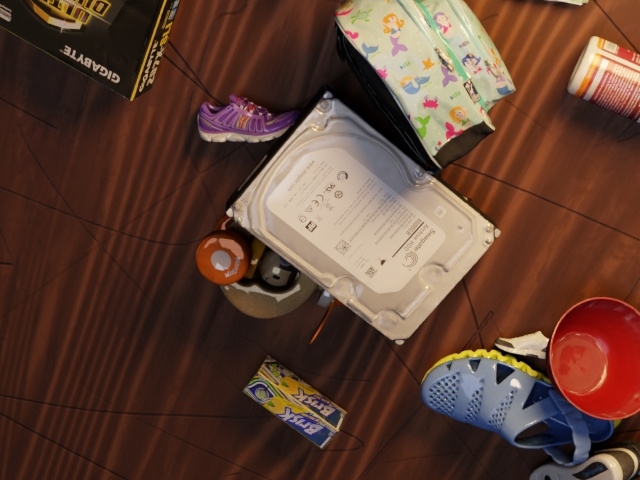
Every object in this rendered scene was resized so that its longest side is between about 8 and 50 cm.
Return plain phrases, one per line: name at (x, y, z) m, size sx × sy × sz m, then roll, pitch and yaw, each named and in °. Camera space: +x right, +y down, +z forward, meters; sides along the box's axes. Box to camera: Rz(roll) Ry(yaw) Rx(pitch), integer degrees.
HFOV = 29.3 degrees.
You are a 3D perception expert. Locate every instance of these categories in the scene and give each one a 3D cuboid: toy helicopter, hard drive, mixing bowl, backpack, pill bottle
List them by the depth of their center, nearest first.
backpack at (0.134, -0.244, 1.658) m, size 0.191 × 0.225 × 0.253 m, roll -41°, pitch 102°, yaw 10°
pill bottle at (0.423, -0.213, 1.671) m, size 0.152 × 0.086 × 0.086 m, roll 24°, pitch 119°, yaw 4°
hard drive at (0.063, -0.032, 1.786) m, size 0.339 × 0.064 × 0.237 m, roll 38°, pitch 102°, yaw -15°
mixing bowl at (0.409, 0.181, 1.838) m, size 0.181 × 0.181 × 0.098 m, roll 39°, pitch 163°, yaw -5°
toy helicopter at (0.000, 0.000, 1.870) m, size 0.355 × 0.140 × 0.235 m, roll -37°, pitch 98°, yaw 19°

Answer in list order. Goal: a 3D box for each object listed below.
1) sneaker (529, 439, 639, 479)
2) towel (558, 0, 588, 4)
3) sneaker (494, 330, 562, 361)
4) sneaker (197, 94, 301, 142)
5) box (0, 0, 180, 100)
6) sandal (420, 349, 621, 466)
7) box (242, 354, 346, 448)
sneaker at (0.442, 0.374, 1.956) m, size 0.217 × 0.121 × 0.079 m, roll -32°, pitch 75°, yaw 57°
towel at (0.315, -0.397, 1.647) m, size 0.113 × 0.023 × 0.152 m, roll 9°, pitch 117°, yaw 10°
sneaker at (0.327, 0.161, 1.911) m, size 0.109 × 0.040 × 0.044 m, roll 8°, pitch 88°, yaw 17°
sneaker at (-0.109, -0.186, 1.845) m, size 0.170 × 0.068 × 0.071 m, roll 0°, pitch 109°, yaw 16°
box at (-0.359, -0.393, 1.783) m, size 0.322 × 0.079 × 0.257 m, roll 30°, pitch 121°, yaw 7°
sandal at (0.309, 0.264, 1.903) m, size 0.317 × 0.138 × 0.126 m, roll 10°, pitch 125°, yaw 13°
box at (-0.042, 0.271, 2.049) m, size 0.169 × 0.059 × 0.054 m, roll 36°, pitch 121°, yaw -3°
